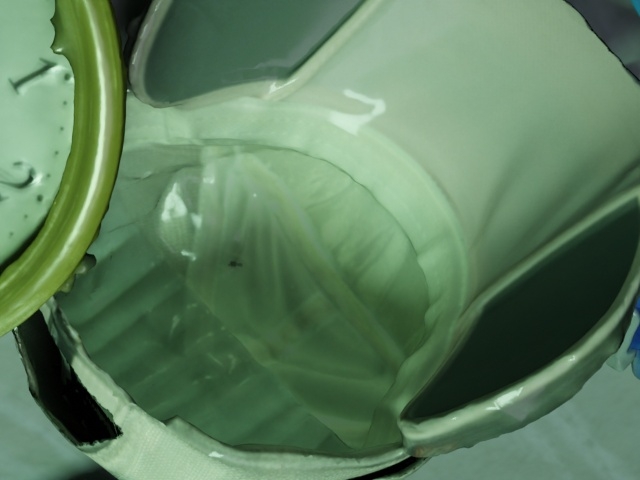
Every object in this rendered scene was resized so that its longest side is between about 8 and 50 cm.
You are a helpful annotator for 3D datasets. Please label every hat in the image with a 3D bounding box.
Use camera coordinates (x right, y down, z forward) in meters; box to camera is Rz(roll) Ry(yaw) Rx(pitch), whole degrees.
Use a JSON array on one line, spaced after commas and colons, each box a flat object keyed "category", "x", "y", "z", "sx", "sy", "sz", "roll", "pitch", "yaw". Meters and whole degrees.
[{"category": "hat", "x": 0.006, "y": -0.006, "z": 0.578, "sx": 0.275, "sy": 0.232, "sz": 0.161, "roll": -39, "pitch": 168, "yaw": 0}]

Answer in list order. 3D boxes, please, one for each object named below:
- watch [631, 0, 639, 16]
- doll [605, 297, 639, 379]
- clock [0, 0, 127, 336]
[{"category": "watch", "x": 0.245, "y": -0.099, "z": 0.479, "sx": 0.241, "sy": 0.274, "sz": 0.305, "roll": -29, "pitch": 137, "yaw": 12}, {"category": "doll", "x": 0.164, "y": 0.008, "z": 0.697, "sx": 0.096, "sy": 0.070, "sz": 0.195, "roll": -47, "pitch": 130, "yaw": -14}, {"category": "clock", "x": -0.176, "y": -0.066, "z": 0.501, "sx": 0.237, "sy": 0.057, "sz": 0.237, "roll": 4, "pitch": 110, "yaw": 10}]
